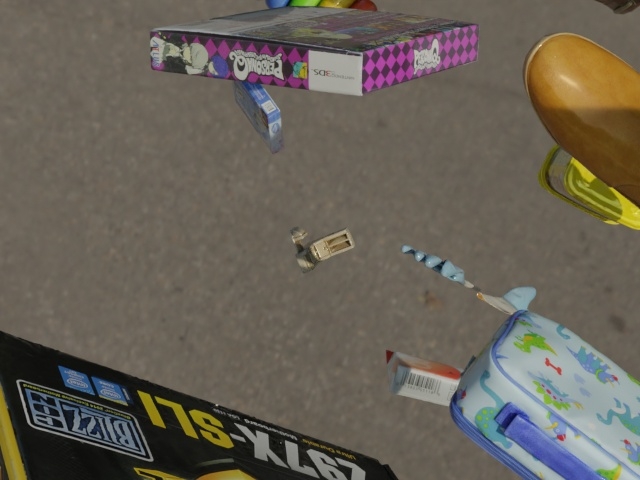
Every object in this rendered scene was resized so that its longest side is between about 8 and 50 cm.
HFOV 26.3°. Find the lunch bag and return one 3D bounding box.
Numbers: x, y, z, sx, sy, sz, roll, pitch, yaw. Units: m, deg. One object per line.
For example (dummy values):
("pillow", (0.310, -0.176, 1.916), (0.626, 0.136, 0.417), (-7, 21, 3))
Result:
("lunch bag", (0.226, 0.166, 1.218), (0.219, 0.090, 0.176), (36, 24, 6))

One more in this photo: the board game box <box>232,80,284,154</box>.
("board game box", (-0.076, -0.160, 1.632), (0.020, 0.090, 0.090), (-31, 67, -10))

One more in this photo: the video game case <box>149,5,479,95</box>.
("video game case", (0.000, -0.174, 1.220), (0.210, 0.041, 0.232), (10, 18, 28))

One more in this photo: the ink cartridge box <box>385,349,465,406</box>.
("ink cartridge box", (0.162, 0.172, 1.803), (0.146, 0.045, 0.179), (14, 14, -3))

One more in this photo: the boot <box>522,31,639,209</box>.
("boot", (0.323, -0.068, 1.234), (0.295, 0.104, 0.211), (42, 2, -22))

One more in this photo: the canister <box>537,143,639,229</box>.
("canister", (0.325, -0.065, 1.579), (0.126, 0.073, 0.170), (28, 5, -1))

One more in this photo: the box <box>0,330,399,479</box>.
("box", (-0.054, 0.183, 0.797), (0.322, 0.079, 0.257), (23, 12, -29))

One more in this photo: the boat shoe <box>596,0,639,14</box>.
("boat shoe", (0.361, -0.305, 1.381), (0.120, 0.324, 0.122), (40, 77, -14))

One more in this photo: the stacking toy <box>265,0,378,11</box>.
("stacking toy", (0.000, -0.343, 1.927), (0.330, 0.141, 0.141), (40, 40, 3))

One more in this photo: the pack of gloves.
("pack of gloves", (0.205, 0.049, 1.697), (0.195, 0.046, 0.232), (32, 2, 15))

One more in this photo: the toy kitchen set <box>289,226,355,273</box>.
("toy kitchen set", (0.000, 0.000, 2.169), (0.068, 0.075, 0.083), (66, 19, -8))
